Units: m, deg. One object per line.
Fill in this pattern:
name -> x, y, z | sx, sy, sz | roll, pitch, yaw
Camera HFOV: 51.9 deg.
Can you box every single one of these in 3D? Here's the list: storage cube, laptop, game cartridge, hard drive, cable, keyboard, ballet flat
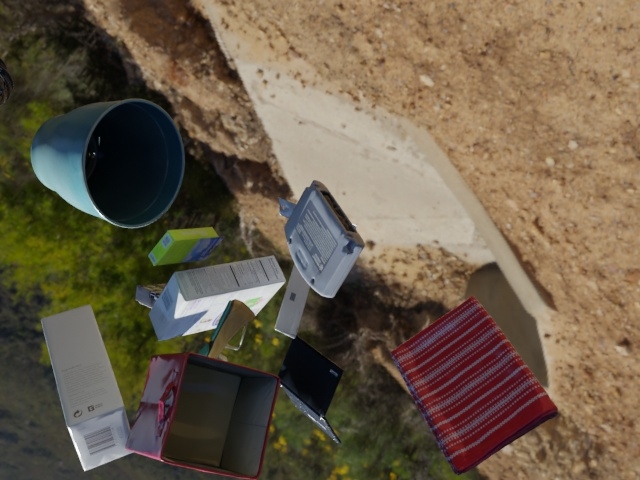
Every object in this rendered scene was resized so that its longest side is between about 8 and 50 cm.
storage cube -> -0.215, 0.317, 1.198 | 0.214, 0.184, 0.193 | 22, 159, -29
laptop -> -0.010, 0.466, 2.060 | 0.234, 0.136, 0.264 | 30, 156, 42
game cartridge -> 0.000, 0.000, 1.718 | 0.062, 0.297, 0.198 | 8, 123, -32
hard drive -> -0.427, 0.199, 2.262 | 0.236, 0.064, 0.338 | 13, -172, 41
cable -> -0.740, -0.354, 1.421 | 0.047, 0.185, 0.151 | -23, 125, 13
keyboard -> -0.078, 0.179, 2.036 | 0.072, 0.256, 0.014 | 25, 142, -11
ballet flat -> -0.222, 0.240, 1.456 | 0.073, 0.232, 0.080 | 30, -171, -14

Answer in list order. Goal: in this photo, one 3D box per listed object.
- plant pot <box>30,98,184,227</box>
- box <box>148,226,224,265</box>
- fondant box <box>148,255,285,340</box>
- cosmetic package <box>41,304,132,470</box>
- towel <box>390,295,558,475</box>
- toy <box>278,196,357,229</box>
plant pot -> -0.488, -0.180, 1.458 | 0.255, 0.272, 0.272 | 11, 152, 34
box -> -0.350, 0.015, 1.728 | 0.109, 0.178, 0.042 | -45, 69, 29
fondant box -> -0.297, 0.164, 1.891 | 0.330, 0.096, 0.238 | -8, 151, -39
cosmetic package -> -0.718, 0.439, 2.028 | 0.453, 0.161, 0.230 | 52, 151, 42
towel -> 0.252, 0.241, 1.135 | 0.031, 0.198, 0.275 | 49, -171, -44
toy -> -0.003, -0.077, 1.922 | 0.237, 0.056, 0.137 | 23, 161, 6
